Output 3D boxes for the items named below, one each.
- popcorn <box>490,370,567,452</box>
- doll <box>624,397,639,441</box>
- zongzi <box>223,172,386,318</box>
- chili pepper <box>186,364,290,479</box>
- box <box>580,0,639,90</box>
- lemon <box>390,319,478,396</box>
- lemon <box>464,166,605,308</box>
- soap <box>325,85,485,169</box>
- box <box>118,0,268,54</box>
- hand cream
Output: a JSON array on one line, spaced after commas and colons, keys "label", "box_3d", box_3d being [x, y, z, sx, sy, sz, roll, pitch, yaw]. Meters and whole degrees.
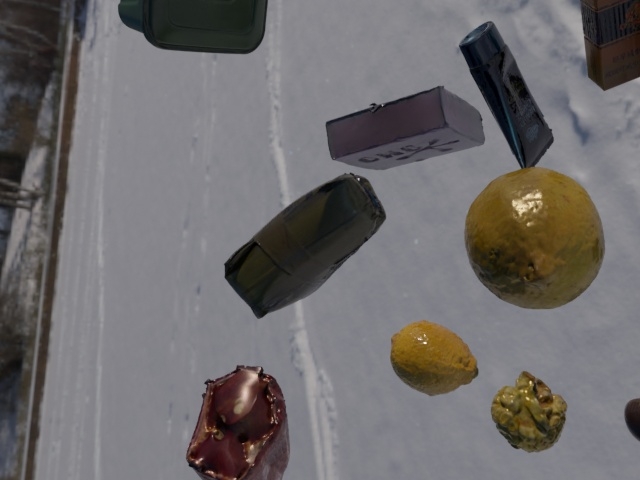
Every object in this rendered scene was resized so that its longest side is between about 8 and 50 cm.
[{"label": "popcorn", "box_3d": [0.476, 0.395, 1.743, 0.170, 0.180, 0.179, 116, 153, -45]}, {"label": "doll", "box_3d": [0.751, 0.377, 1.663, 0.145, 0.096, 0.188, 33, 121, 21]}, {"label": "zongzi", "box_3d": [0.000, 0.000, 1.200, 0.260, 0.123, 0.289, -39, -7, 14]}, {"label": "chili pepper", "box_3d": [-0.088, 0.284, 1.008, 0.252, 0.136, 0.144, 76, 169, -54]}, {"label": "box", "box_3d": [0.530, -0.393, 1.301, 0.070, 0.152, 0.237, -108, -4, -54]}, {"label": "lemon", "box_3d": [0.224, 0.237, 1.524, 0.142, 0.187, 0.142, -56, -23, -39]}, {"label": "lemon", "box_3d": [0.293, -0.006, 1.055, 0.256, 0.189, 0.188, -76, 1, -60]}, {"label": "soap", "box_3d": [0.204, -0.255, 1.789, 0.296, 0.285, 0.107, -12, 84, 30]}, {"label": "box", "box_3d": [-0.227, -0.510, 1.355, 0.178, 0.253, 0.328, 28, 116, 47]}, {"label": "hand cream", "box_3d": [0.336, -0.254, 1.364, 0.061, 0.270, 0.120, -4, 37, 50]}]
